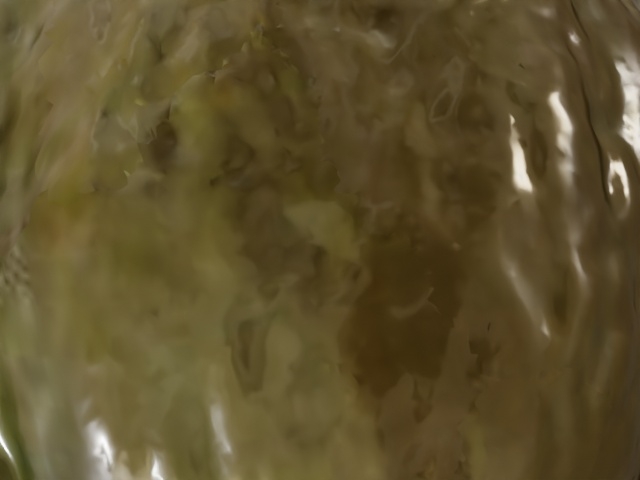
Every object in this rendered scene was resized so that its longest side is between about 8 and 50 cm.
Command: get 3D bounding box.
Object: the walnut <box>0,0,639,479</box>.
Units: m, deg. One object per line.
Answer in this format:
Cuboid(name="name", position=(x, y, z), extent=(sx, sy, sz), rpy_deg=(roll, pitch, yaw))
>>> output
Cuboid(name="walnut", position=(0.000, 0.000, 0.500), extent=(0.283, 0.227, 0.283), rpy_deg=(5, 69, -14))
